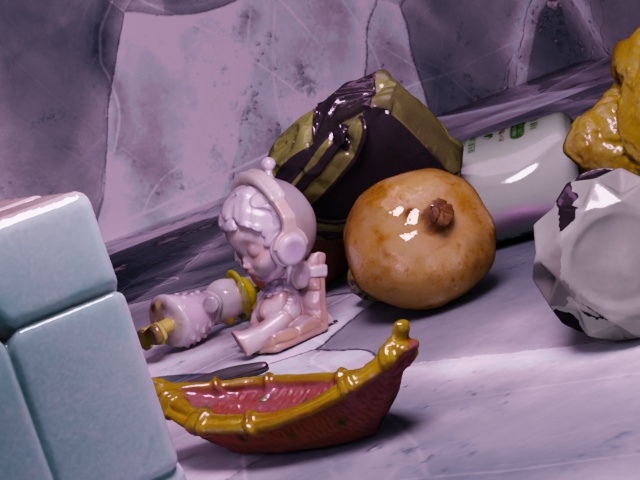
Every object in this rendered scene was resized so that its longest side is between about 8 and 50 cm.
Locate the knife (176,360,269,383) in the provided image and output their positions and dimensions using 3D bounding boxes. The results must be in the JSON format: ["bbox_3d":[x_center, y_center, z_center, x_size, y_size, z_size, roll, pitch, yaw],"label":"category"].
[{"bbox_3d":[-0.168,0.177,1.800,0.247,0.018,0.035,-17,11,25],"label":"knife"}]

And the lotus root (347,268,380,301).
[{"bbox_3d":[0.120,0.023,1.963,0.183,0.077,0.090,-22,10,-16],"label":"lotus root"}]

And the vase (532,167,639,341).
[{"bbox_3d":[0.296,-0.002,1.557,0.165,0.165,0.360,-16,5,10],"label":"vase"}]

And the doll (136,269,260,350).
[{"bbox_3d":[-0.163,0.096,2.082,0.207,0.081,0.129,-21,-4,-40],"label":"doll"}]

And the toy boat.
[{"bbox_3d":[-0.031,0.148,1.437,0.318,0.099,0.141,-15,5,36],"label":"toy boat"}]

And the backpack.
[{"bbox_3d":[0.047,-0.092,1.971,0.253,0.207,0.140,-30,34,30],"label":"backpack"}]

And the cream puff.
[{"bbox_3d":[0.443,-0.172,1.914,0.269,0.274,0.323,-3,11,26],"label":"cream puff"}]

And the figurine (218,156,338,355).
[{"bbox_3d":[-0.068,0.018,1.895,0.141,0.237,0.162,-14,9,-26],"label":"figurine"}]

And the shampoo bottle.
[{"bbox_3d":[0.195,-0.061,2.104,0.349,0.151,0.222,-17,16,15],"label":"shampoo bottle"}]

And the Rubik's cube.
[{"bbox_3d":[-0.330,0.160,1.214,0.316,0.322,0.318,-24,12,-30],"label":"Rubik's cube"}]

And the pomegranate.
[{"bbox_3d":[0.120,-0.005,1.817,0.196,0.196,0.196,-18,9,3],"label":"pomegranate"}]

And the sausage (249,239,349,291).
[{"bbox_3d":[0.000,0.000,2.222,0.121,0.121,0.304,-14,8,25],"label":"sausage"}]
